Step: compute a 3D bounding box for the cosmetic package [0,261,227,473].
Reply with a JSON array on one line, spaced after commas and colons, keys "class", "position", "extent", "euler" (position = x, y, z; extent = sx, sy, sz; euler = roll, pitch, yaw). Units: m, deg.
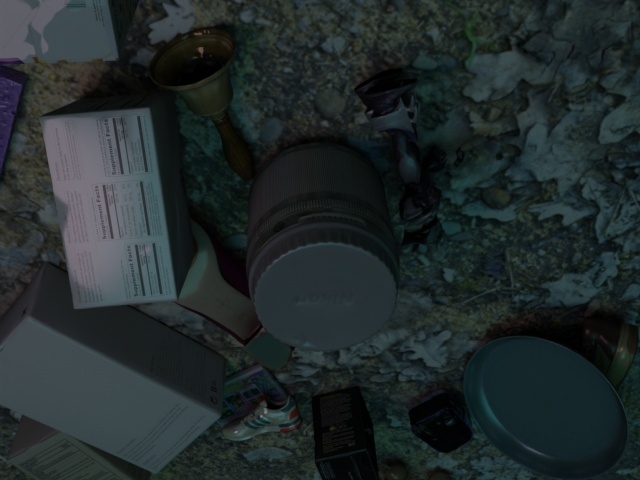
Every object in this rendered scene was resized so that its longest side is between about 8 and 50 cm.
[{"class": "cosmetic package", "position": [-0.384, 0.234, 1.405], "extent": [0.385, 0.156, 0.217], "euler": [36, 116, -25]}]

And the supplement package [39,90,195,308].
[{"class": "supplement package", "position": [-0.274, -0.065, 1.118], "extent": [0.145, 0.204, 0.262], "euler": [-5, 107, -1]}]

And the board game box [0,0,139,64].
[{"class": "board game box", "position": [-0.295, -0.328, 0.921], "extent": [0.142, 0.275, 0.144], "euler": [-3, 127, -2]}]

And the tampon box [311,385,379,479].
[{"class": "tampon box", "position": [0.047, 0.388, 1.540], "extent": [0.101, 0.161, 0.120], "euler": [-14, 125, 7]}]

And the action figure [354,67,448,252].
[{"class": "action figure", "position": [0.139, -0.106, 1.183], "extent": [0.099, 0.185, 0.285], "euler": [-16, 116, 14]}]

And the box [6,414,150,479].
[{"class": "box", "position": [-0.458, 0.410, 1.543], "extent": [0.148, 0.127, 0.232], "euler": [-30, 122, 17]}]

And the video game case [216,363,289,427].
[{"class": "video game case", "position": [-0.146, 0.316, 1.563], "extent": [0.157, 0.019, 0.143], "euler": [-25, 124, 15]}]

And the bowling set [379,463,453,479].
[{"class": "bowling set", "position": [0.158, 0.581, 1.674], "extent": [0.286, 0.200, 0.154], "euler": [1, 125, -10]}]

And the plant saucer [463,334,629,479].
[{"class": "plant saucer", "position": [0.421, 0.307, 1.489], "extent": [0.317, 0.043, 0.318], "euler": [20, 127, 29]}]

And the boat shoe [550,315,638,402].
[{"class": "boat shoe", "position": [0.494, 0.282, 1.534], "extent": [0.123, 0.123, 0.342], "euler": [17, 129, 8]}]

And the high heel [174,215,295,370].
[{"class": "high heel", "position": [-0.184, 0.064, 1.350], "extent": [0.127, 0.181, 0.377], "euler": [-39, 99, 4]}]

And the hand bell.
[{"class": "hand bell", "position": [-0.147, -0.175, 1.169], "extent": [0.126, 0.126, 0.242], "euler": [-14, 138, 6]}]

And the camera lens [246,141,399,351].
[{"class": "camera lens", "position": [0.000, 0.000, 1.182], "extent": [0.219, 0.274, 0.219], "euler": [-2, 126, -2]}]

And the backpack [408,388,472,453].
[{"class": "backpack", "position": [0.244, 0.358, 1.578], "extent": [0.105, 0.084, 0.114], "euler": [-35, 116, 22]}]

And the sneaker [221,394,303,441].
[{"class": "sneaker", "position": [-0.119, 0.338, 1.542], "extent": [0.161, 0.057, 0.075], "euler": [-11, 109, 7]}]

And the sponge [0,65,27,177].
[{"class": "sponge", "position": [-0.516, -0.171, 1.174], "extent": [0.117, 0.031, 0.210], "euler": [19, 123, -17]}]
